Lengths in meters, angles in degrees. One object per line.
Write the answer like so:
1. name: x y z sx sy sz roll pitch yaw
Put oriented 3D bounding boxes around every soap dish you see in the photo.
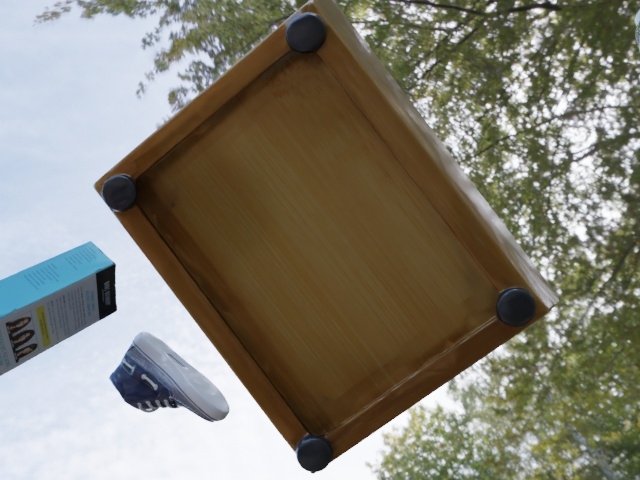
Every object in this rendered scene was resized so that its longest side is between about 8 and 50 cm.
1. soap dish: 0.000 0.000 0.366 0.229 0.118 0.290 -37 -89 8

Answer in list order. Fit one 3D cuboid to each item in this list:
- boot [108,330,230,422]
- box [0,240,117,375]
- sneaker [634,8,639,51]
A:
1. boot: -0.214 0.215 0.711 0.086 0.190 0.069 -56 -29 -4
2. box: -0.376 0.098 0.624 0.244 0.060 0.100 -33 -29 -43
3. sneaker: 0.501 -0.324 0.692 0.064 0.192 0.086 9 -104 4
